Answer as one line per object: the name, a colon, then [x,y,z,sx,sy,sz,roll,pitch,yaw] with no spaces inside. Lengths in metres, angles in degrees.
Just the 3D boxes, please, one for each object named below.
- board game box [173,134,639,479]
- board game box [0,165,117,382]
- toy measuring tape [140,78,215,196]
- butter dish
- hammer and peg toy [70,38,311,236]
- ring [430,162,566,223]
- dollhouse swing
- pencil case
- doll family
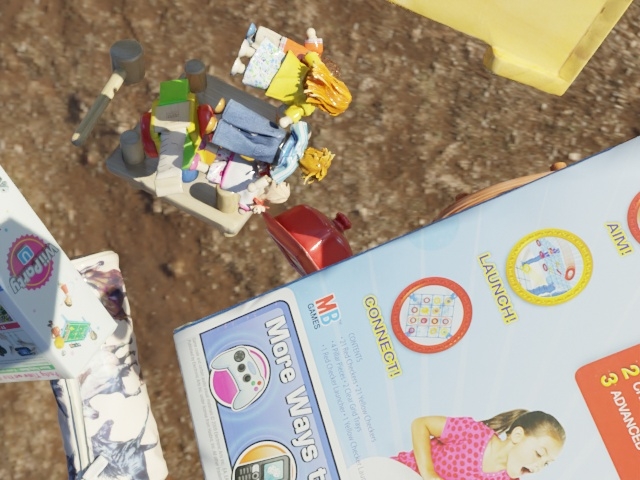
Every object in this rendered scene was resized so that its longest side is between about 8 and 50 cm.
board game box: [0.107,0.131,0.491,0.302,0.086,0.308,-23,58,8]
board game box: [-0.406,0.025,1.137,0.224,0.097,0.303,-9,124,35]
toy measuring tape: [-0.205,-0.125,1.477,0.121,0.121,0.330,-45,28,23]
butter dish: [0.000,0.000,1.683,0.118,0.160,0.160,-39,43,-8]
hammer and peg toy: [-0.231,-0.173,1.700,0.361,0.266,0.127,26,149,13]
ring: [0.321,-0.040,1.459,0.337,0.337,0.032,-17,68,28]
dollhouse swing: [0.279,-0.415,1.256,0.305,0.315,0.346,32,138,4]
pencil case: [-0.358,0.216,1.600,0.160,0.183,0.410,-12,94,7]
doll family: [-0.053,-0.152,1.307,0.163,0.118,0.262,23,92,-8]
